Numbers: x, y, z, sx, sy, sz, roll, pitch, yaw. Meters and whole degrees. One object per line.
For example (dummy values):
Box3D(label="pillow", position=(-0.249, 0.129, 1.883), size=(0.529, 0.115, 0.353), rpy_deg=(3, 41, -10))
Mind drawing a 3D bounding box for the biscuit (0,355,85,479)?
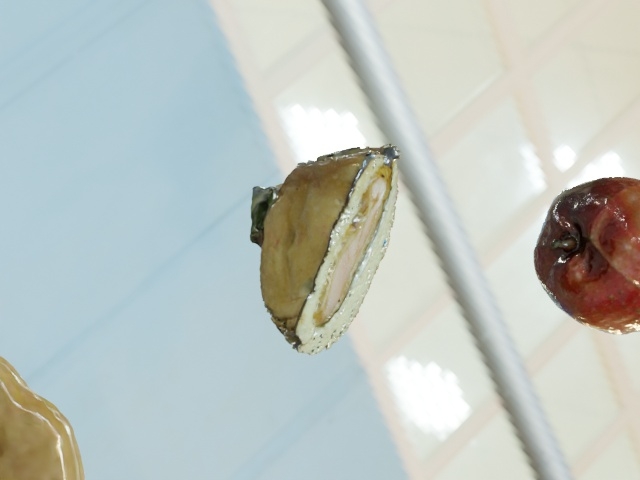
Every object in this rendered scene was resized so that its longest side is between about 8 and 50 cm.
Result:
Box3D(label="biscuit", position=(-0.297, 0.218, 1.270), size=(0.057, 0.312, 0.351), rpy_deg=(-132, -160, -80))

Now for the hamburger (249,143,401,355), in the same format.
Box3D(label="hamburger", position=(-0.003, -0.007, 1.485), size=(0.102, 0.087, 0.176), rpy_deg=(28, -77, 39))

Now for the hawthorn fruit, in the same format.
Box3D(label="hawthorn fruit", position=(0.279, 0.011, 1.828), size=(0.157, 0.194, 0.157), rpy_deg=(-11, -106, 43))
